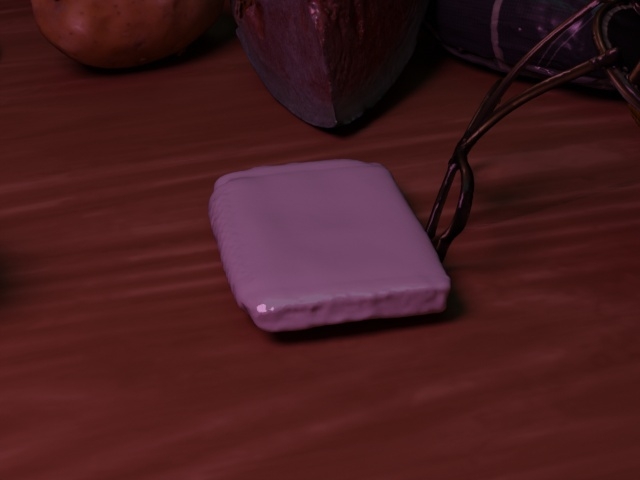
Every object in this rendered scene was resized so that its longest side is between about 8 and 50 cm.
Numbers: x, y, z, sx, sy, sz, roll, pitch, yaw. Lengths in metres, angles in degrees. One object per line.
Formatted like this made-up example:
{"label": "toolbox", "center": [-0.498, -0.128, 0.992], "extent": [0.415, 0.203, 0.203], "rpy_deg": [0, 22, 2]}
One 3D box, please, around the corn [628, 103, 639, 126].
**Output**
{"label": "corn", "center": [0.278, -0.065, 0.857], "extent": [0.080, 0.080, 0.238], "rpy_deg": [-12, 27, -19]}

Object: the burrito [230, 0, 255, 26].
{"label": "burrito", "center": [-0.054, -0.242, 1.206], "extent": [0.060, 0.087, 0.226], "rpy_deg": [2, 24, -8]}

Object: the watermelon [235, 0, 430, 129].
{"label": "watermelon", "center": [0.034, -0.190, 0.997], "extent": [0.207, 0.136, 0.202], "rpy_deg": [-45, -4, -8]}

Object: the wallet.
{"label": "wallet", "center": [0.000, 0.000, 0.801], "extent": [0.124, 0.032, 0.183], "rpy_deg": [-8, 27, -9]}

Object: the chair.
{"label": "chair", "center": [0.209, -0.097, 0.763], "extent": [0.170, 0.326, 0.160], "rpy_deg": [27, 39, -8]}

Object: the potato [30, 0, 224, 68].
{"label": "potato", "center": [-0.154, -0.198, 1.099], "extent": [0.109, 0.118, 0.178], "rpy_deg": [51, 34, 14]}

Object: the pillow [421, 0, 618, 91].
{"label": "pillow", "center": [0.197, -0.183, 1.065], "extent": [0.335, 0.093, 0.161], "rpy_deg": [25, 34, 38]}
